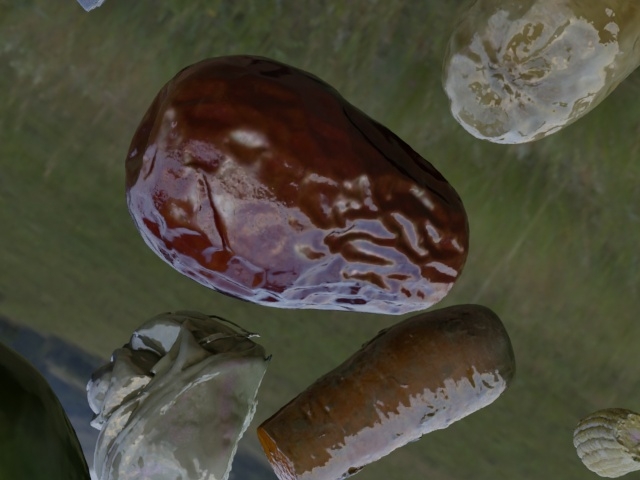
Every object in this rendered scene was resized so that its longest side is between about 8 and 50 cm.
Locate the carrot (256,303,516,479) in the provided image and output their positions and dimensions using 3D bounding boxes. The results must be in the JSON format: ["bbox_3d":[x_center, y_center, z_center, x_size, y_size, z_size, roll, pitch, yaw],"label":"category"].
[{"bbox_3d":[0.077,0.172,1.472,0.139,0.301,0.139,57,164,26],"label":"carrot"}]

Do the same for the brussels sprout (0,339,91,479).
[{"bbox_3d":[-0.340,0.190,0.886,0.276,0.371,0.315,-75,-28,-55],"label":"brussels sprout"}]

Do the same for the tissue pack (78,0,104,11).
[{"bbox_3d":[-0.315,-0.396,1.717,0.156,0.112,0.051,50,-153,-5],"label":"tissue pack"}]

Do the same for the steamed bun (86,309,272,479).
[{"bbox_3d":[-0.197,0.227,1.619,0.207,0.280,0.268,19,158,1],"label":"steamed bun"}]

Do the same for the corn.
[{"bbox_3d":[0.351,0.240,1.548,0.165,0.063,0.085,116,132,-76],"label":"corn"}]

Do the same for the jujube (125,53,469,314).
[{"bbox_3d":[-0.014,-0.031,0.952,0.255,0.190,0.190,17,-178,-24],"label":"jujube"}]

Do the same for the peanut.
[{"bbox_3d":[0.289,-0.253,1.362,0.169,0.387,0.192,52,-173,13],"label":"peanut"}]
